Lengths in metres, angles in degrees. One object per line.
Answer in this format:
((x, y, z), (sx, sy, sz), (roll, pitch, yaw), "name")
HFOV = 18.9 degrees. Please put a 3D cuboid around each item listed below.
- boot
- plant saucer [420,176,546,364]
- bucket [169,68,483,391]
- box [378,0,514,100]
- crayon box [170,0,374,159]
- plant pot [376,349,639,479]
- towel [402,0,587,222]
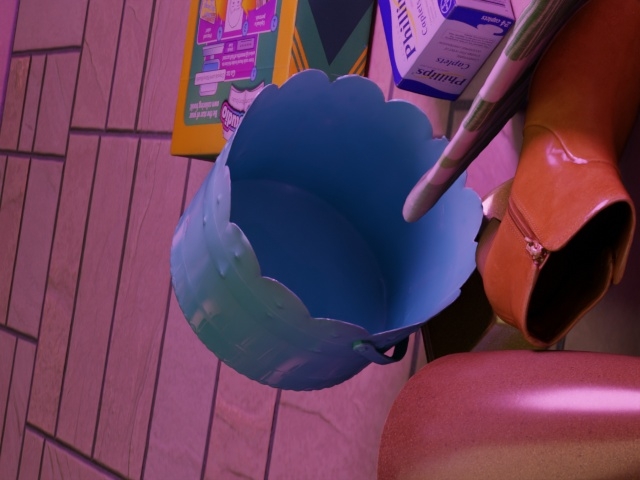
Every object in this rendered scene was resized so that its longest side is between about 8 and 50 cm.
((0.225, -0.060, 1.586), (0.295, 0.104, 0.211), (-65, 14, 7), "boot")
((0.146, 0.060, 1.858), (0.188, 0.045, 0.188), (126, 144, -46), "plant saucer")
((0.000, 0.000, 1.828), (0.183, 0.281, 0.281), (132, 139, -52), "bucket")
((0.126, -0.236, 1.966), (0.137, 0.072, 0.126), (125, 145, -46), "box")
((-0.057, -0.250, 2.332), (0.363, 0.106, 0.313), (-175, 92, -66), "crayon box")
((0.213, 0.182, 1.493), (0.254, 0.237, 0.237), (-20, 64, 49), "plant pot")
((0.189, -0.186, 1.689), (0.248, 0.038, 0.325), (-47, -9, -49), "towel")
